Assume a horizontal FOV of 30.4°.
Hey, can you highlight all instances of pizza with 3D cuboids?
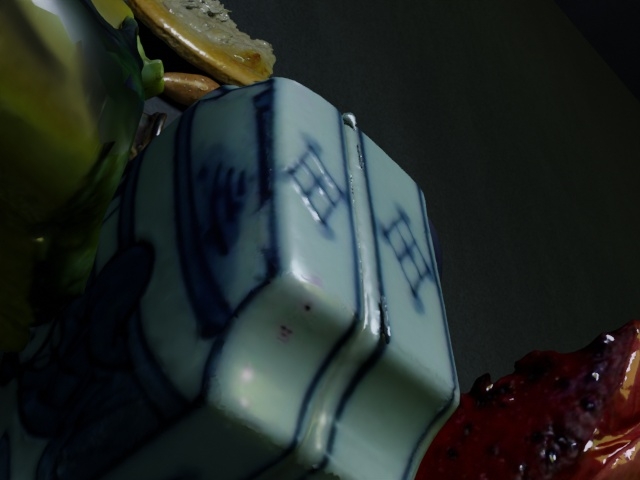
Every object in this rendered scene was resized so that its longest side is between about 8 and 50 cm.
[{"bbox_3d":[-0.107,-0.220,1.263,0.181,0.034,0.262,44,19,10],"label":"pizza"}]

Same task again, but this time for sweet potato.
[{"bbox_3d":[-0.104,-0.137,1.198,0.179,0.044,0.044,18,43,-52],"label":"sweet potato"}]

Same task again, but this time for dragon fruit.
[{"bbox_3d":[0.257,0.277,1.069,0.329,0.286,0.228,51,19,-29],"label":"dragon fruit"}]

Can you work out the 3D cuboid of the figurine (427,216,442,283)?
[{"bbox_3d":[0.000,0.000,0.994,0.222,0.145,0.145,26,19,16],"label":"figurine"}]

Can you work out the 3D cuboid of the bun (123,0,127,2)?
[{"bbox_3d":[-0.204,-0.290,0.844,0.211,0.362,0.362,38,23,5],"label":"bun"}]

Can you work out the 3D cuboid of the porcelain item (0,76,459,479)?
[{"bbox_3d":[-0.071,0.064,0.689,0.157,0.286,0.281,37,31,-29],"label":"porcelain item"}]

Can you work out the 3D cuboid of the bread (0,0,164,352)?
[{"bbox_3d":[-0.263,-0.121,0.618,0.376,0.251,0.208,40,25,-28],"label":"bread"}]

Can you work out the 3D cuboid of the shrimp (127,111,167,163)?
[{"bbox_3d":[-0.178,-0.104,0.992,0.145,0.059,0.254,49,25,-18],"label":"shrimp"}]
